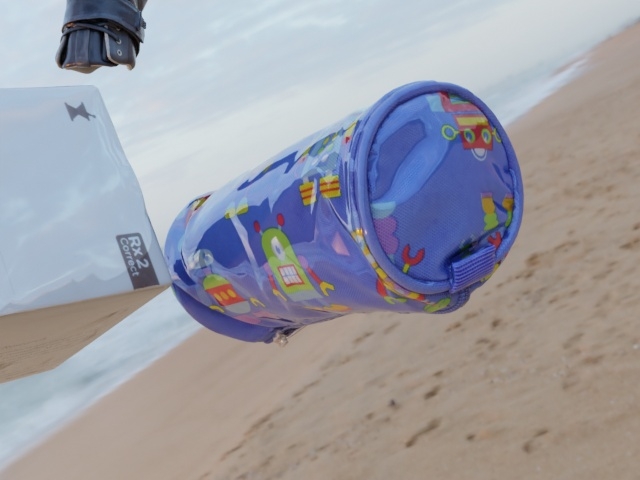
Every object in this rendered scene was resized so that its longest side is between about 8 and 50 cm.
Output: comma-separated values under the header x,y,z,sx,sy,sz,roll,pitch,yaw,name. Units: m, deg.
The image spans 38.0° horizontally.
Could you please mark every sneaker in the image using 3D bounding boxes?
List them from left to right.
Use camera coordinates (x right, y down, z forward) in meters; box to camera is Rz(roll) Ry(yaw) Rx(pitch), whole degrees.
x,y,z,sx,sy,sz,roll,pitch,yaw,name
-0.244,-0.269,0.957,0.086,0.163,0.226,2,-21,19,sneaker

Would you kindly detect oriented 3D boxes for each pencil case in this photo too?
x,y,z,sx,sy,sz,roll,pitch,yaw,name
0.000,0.000,0.614,0.119,0.133,0.306,-26,3,-31,pencil case

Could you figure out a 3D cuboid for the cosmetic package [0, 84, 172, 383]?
x,y,z,sx,sy,sz,roll,pitch,yaw,name
-0.225,0.007,0.613,0.151,0.151,0.184,-11,-17,-46,cosmetic package
